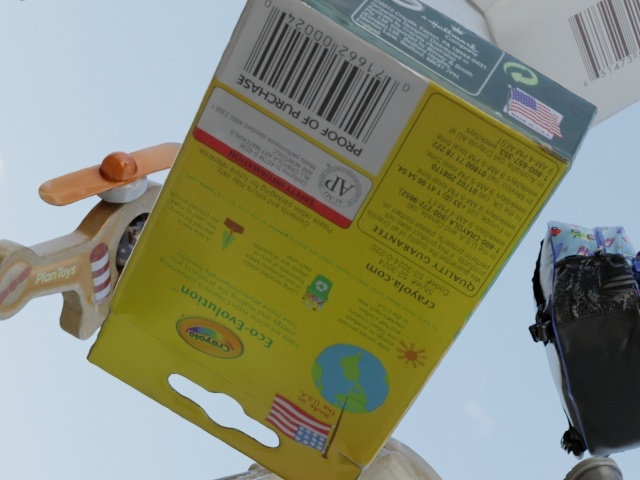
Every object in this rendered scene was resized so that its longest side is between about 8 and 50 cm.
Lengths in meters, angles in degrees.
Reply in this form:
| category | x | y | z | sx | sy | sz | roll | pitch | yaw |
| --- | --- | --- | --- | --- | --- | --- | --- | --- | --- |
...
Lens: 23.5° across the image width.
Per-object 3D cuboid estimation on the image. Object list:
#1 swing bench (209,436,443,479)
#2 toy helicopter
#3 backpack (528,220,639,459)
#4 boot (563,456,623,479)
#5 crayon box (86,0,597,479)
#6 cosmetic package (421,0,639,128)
| category | x | y | z | sx | sy | sz | roll | pitch | yaw |
| --- | --- | --- | --- | --- | --- | --- | --- | --- | --- |
| swing bench | -0.053 | 0.253 | 1.182 | 0.254 | 0.253 | 0.165 | -23 | -101 | 48 |
| toy helicopter | -0.257 | 0.006 | 1.696 | 0.140 | 0.355 | 0.235 | 25 | -71 | 22 |
| backpack | 0.232 | 0.064 | 1.223 | 0.173 | 0.116 | 0.158 | -84 | 158 | -55 |
| boot | 0.308 | 0.358 | 1.614 | 0.208 | 0.076 | 0.190 | -106 | -163 | -57 |
| crayon box | 0.000 | 0.000 | 0.941 | 0.202 | 0.081 | 0.318 | 32 | -54 | 2 |
| cosmetic package | 0.182 | -0.260 | 1.355 | 0.156 | 0.217 | 0.385 | 62 | 0 | -34 |
